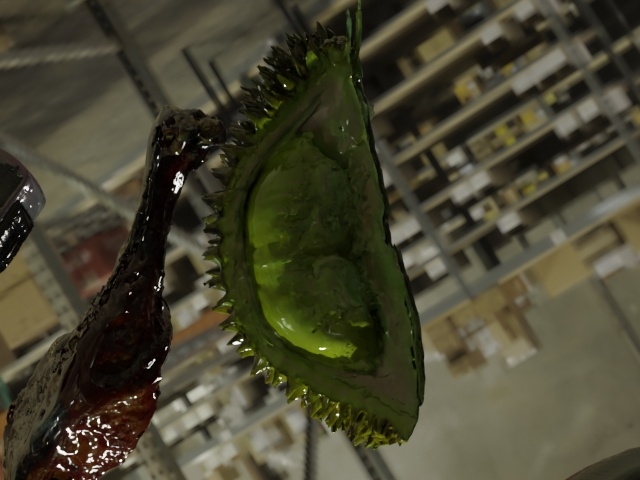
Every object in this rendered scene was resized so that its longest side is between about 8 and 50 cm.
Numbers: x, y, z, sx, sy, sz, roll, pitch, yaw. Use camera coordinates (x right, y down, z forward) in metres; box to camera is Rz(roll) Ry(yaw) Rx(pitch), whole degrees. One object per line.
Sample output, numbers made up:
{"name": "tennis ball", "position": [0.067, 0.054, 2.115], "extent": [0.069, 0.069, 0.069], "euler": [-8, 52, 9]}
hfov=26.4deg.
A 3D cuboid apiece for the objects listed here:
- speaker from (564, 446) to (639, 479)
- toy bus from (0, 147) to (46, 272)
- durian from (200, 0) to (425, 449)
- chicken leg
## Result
{"name": "speaker", "position": [0.344, 0.275, 1.173], "extent": [0.294, 0.294, 0.294], "euler": [-31, 175, -3]}
{"name": "toy bus", "position": [-0.187, 0.012, 0.676], "extent": [0.130, 0.052, 0.037], "euler": [-60, 159, -21]}
{"name": "durian", "position": [0.000, 0.000, 1.106], "extent": [0.169, 0.351, 0.158], "euler": [-13, 168, 20]}
{"name": "chicken leg", "position": [-0.107, 0.050, 0.678], "extent": [0.051, 0.106, 0.253], "euler": [17, 120, -24]}
